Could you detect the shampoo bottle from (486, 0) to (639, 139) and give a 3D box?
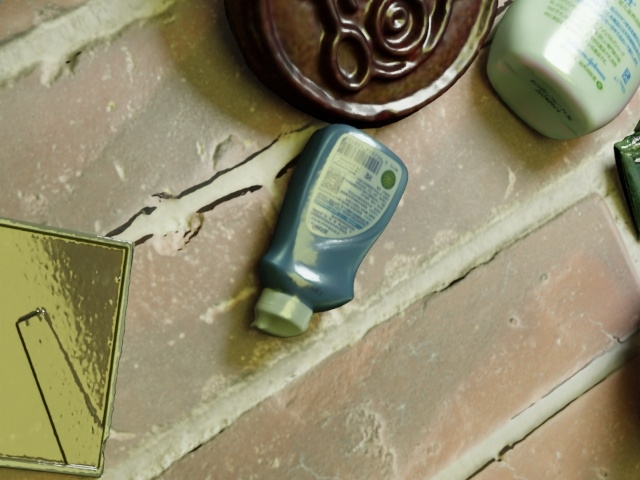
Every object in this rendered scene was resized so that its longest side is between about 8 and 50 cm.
[{"bbox_3d":[0.394,-0.321,2.075,0.222,0.151,0.349,41,68,-11],"label":"shampoo bottle"}]

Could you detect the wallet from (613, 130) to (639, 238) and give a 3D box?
[{"bbox_3d":[0.556,-0.115,2.146,0.236,0.055,0.160,-23,113,-9],"label":"wallet"}]

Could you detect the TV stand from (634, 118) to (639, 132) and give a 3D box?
[{"bbox_3d":[0.583,-0.108,2.209,0.256,0.040,0.049,39,67,-18],"label":"TV stand"}]

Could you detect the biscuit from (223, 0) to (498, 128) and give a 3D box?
[{"bbox_3d":[0.068,-0.343,1.874,0.407,0.091,0.407,-8,106,-30],"label":"biscuit"}]

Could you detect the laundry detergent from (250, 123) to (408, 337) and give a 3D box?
[{"bbox_3d":[0.000,0.000,1.866,0.143,0.094,0.290,35,72,-26],"label":"laundry detergent"}]

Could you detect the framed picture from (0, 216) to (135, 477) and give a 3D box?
[{"bbox_3d":[-0.335,0.124,1.709,0.211,0.020,0.289,11,78,-26],"label":"framed picture"}]
